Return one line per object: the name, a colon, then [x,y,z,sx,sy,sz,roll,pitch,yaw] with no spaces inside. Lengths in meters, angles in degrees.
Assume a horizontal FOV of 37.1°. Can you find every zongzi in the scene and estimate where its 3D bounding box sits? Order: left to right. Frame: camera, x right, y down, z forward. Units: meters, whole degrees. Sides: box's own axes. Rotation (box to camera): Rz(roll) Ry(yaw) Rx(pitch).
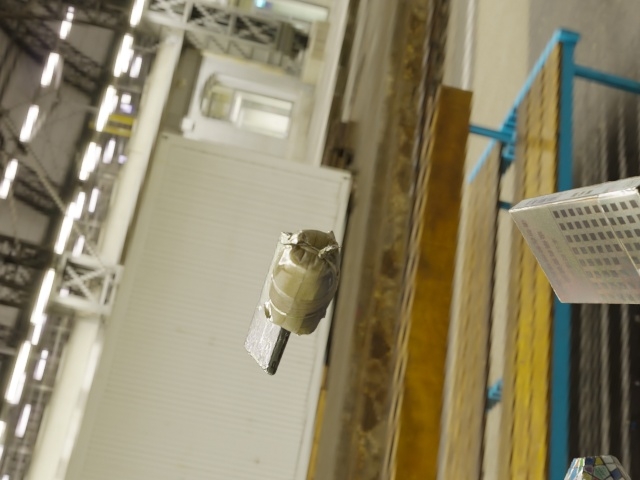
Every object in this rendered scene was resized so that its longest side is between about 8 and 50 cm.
zongzi: [0.000,0.000,1.167,0.189,0.081,0.178,106,-172,-51]

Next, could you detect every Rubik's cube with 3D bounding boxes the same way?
Rubik's cube: [0.446,0.393,1.527,0.093,0.111,0.111,-37,20,16]

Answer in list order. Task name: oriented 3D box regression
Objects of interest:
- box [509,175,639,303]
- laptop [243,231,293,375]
box: [0.410,0.007,1.381,0.180,0.047,0.325,59,163,-7]
laptop: [-0.067,0.095,1.508,0.154,0.026,0.207,32,103,65]
